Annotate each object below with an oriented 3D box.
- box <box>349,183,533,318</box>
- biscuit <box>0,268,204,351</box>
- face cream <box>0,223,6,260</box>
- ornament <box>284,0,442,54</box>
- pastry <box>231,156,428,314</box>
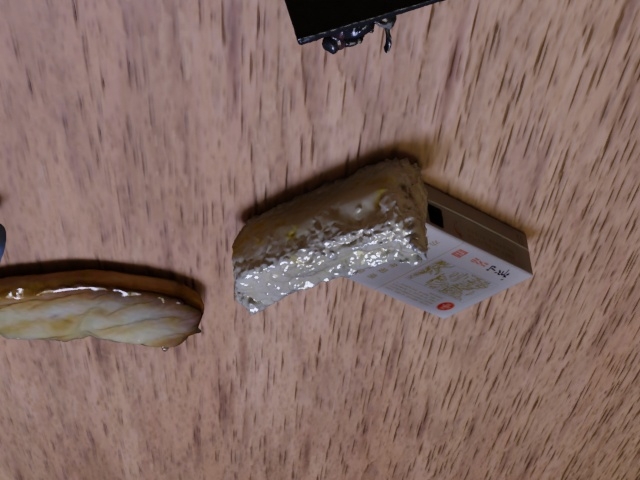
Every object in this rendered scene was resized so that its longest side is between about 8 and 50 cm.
[{"bbox_3d":[0.123,0.014,1.567,0.201,0.058,0.141,23,139,-39],"label":"box"},{"bbox_3d":[-0.283,0.077,1.620,0.299,0.045,0.154,5,150,-16],"label":"biscuit"},{"bbox_3d":[-0.488,-0.044,1.340,0.385,0.086,0.135,21,134,-33],"label":"face cream"},{"bbox_3d":[0.038,-0.209,1.103,0.153,0.166,0.196,-16,163,-2],"label":"ornament"},{"bbox_3d":[0.003,-0.005,1.474,0.258,0.121,0.089,-17,123,32],"label":"pastry"}]
